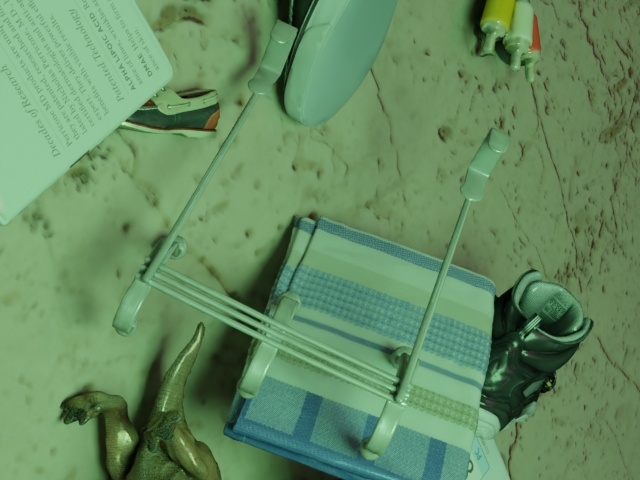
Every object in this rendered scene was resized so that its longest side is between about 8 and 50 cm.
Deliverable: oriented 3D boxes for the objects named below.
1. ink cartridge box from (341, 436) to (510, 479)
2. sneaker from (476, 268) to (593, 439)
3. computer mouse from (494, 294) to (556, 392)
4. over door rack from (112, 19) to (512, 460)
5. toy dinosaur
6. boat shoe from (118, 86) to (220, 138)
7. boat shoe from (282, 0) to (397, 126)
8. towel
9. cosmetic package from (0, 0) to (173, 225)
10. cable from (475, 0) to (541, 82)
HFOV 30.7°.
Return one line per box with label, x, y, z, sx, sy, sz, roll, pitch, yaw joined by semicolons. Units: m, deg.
ink cartridge box;0.085;0.389;1.183;0.385;0.091;0.308;-44;120;-40
sneaker;0.212;0.108;1.194;0.153;0.101;0.268;-51;167;17
computer mouse;0.223;0.119;1.371;0.242;0.041;0.071;37;63;-41
over door rack;0.000;0.000;0.985;0.240;0.108;0.324;26;58;-1
toy dinosaur;-0.115;0.227;0.951;0.200;0.127;0.295;45;37;-50
boat shoe;-0.135;-0.110;0.979;0.137;0.049;0.043;-2;104;-53
boat shoe;0.012;-0.264;1.100;0.113;0.105;0.306;-11;122;-58
towel;0.045;0.099;1.032;0.285;0.209;0.034;-72;-179;-49
cosmetic package;-0.234;-0.121;0.799;0.183;0.151;0.151;-49;124;-34
cable;0.234;-0.322;1.366;0.139;0.072;0.287;23;72;-50
